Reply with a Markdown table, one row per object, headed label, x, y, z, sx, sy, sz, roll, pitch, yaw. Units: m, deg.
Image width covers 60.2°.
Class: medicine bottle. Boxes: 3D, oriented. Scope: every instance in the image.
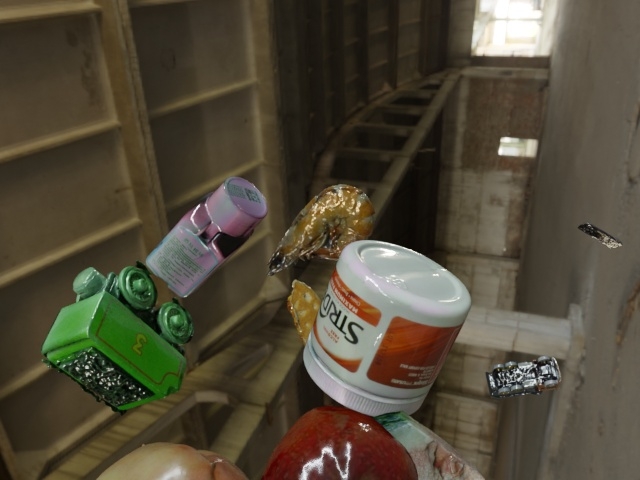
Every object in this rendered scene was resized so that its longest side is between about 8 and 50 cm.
| label | x | y | z | sx | sy | sz | roll | pitch | yaw |
| --- | --- | --- | --- | --- | --- | --- | --- | --- | --- |
| medicine bottle | 0.121 | 0.156 | 1.028 | 0.252 | 0.253 | 0.240 | -38 | -31 | -66 |
| medicine bottle | -0.169 | -0.010 | 0.852 | 0.188 | 0.094 | 0.119 | -41 | 7 | 29 |

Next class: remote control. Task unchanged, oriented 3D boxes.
| label | x | y | z | sx | sy | sz | roll | pitch | yaw |
| --- | --- | --- | --- | --- | --- | --- | --- | --- | --- |
| remote control | 0.604 | -0.013 | 1.191 | 0.014 | 0.096 | 0.039 | -65 | 9 | -15 |

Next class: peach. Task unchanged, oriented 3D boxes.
| label | x | y | z | sx | sy | sz | roll | pitch | yaw |
| --- | --- | --- | --- | --- | --- | --- | --- | --- | --- |
| peach | -0.211 | 0.428 | 0.776 | 0.247 | 0.292 | 0.292 | -106 | 10 | -57 |

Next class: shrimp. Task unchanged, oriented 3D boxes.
| label | x | y | z | sx | sy | sz | roll | pitch | yaw |
| --- | --- | --- | --- | --- | --- | --- | --- | --- | --- |
| shrimp | 0.000 | 0.000 | 1.290 | 0.317 | 0.164 | 0.062 | -43 | 5 | 24 |

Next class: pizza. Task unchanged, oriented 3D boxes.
| label | x | y | z | sx | sy | sz | roll | pitch | yaw |
| --- | --- | --- | --- | --- | --- | --- | --- | --- | --- |
| pizza | -0.036 | 0.237 | 1.690 | 0.127 | 0.058 | 0.246 | -30 | -88 | -31 |

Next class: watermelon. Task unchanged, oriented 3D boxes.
| label | x | y | z | sx | sy | sz | roll | pitch | yaw |
| --- | --- | --- | --- | --- | --- | --- | --- | --- | --- |
| watermelon | 0.109 | 0.372 | 0.855 | 0.193 | 0.232 | 0.310 | -53 | -35 | -4 |

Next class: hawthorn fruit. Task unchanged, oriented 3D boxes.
| label | x | y | z | sx | sy | sz | roll | pitch | yaw |
| --- | --- | --- | --- | --- | --- | --- | --- | --- | --- |
| hawthorn fruit | 0.017 | 0.292 | 0.659 | 0.251 | 0.190 | 0.189 | -126 | 42 | -87 |

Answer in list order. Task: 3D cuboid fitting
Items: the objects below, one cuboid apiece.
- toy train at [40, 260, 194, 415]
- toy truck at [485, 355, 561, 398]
| label | x | y | z | sx | sy | sz | roll | pitch | yaw |
| --- | --- | --- | --- | --- | --- | --- | --- | --- | --- |
| toy train | -0.320 | 0.162 | 0.915 | 0.243 | 0.132 | 0.188 | 53 | -154 | -36 |
| toy truck | 0.562 | 0.384 | 1.536 | 0.092 | 0.192 | 0.083 | 57 | -156 | -51 |
